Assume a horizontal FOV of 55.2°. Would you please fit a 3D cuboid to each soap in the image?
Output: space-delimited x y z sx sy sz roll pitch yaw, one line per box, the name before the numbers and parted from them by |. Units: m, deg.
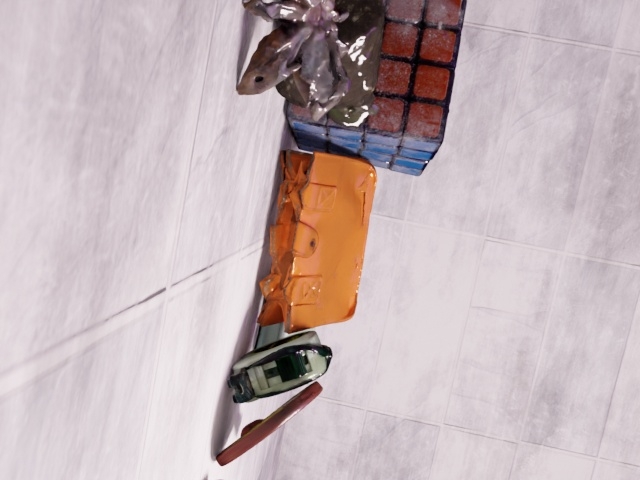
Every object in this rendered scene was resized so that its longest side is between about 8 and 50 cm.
soap | -0.076 0.202 1.577 0.150 0.094 0.261 25 73 -51

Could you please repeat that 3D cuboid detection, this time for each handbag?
handbag | 0.000 0.000 1.443 0.304 0.116 0.409 -2 103 -57

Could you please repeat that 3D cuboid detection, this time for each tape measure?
tape measure | -0.077 0.280 1.347 0.235 0.207 0.115 13 60 -86

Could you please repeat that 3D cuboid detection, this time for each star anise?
star anise | -0.022 -0.302 0.870 0.199 0.111 0.257 -5 111 -44

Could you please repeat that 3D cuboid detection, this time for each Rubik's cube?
Rubik's cube | 0.125 -0.370 1.423 0.337 0.345 0.343 61 42 -85

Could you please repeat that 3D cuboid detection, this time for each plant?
plant | 0.023 -0.344 1.105 0.276 0.199 0.188 94 4 -66

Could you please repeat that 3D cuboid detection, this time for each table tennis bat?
table tennis bat | -0.121 0.415 1.367 0.268 0.051 0.414 -33 170 -25

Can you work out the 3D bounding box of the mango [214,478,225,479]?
mango | -0.210 0.525 1.183 0.165 0.074 0.091 -124 -140 -80
